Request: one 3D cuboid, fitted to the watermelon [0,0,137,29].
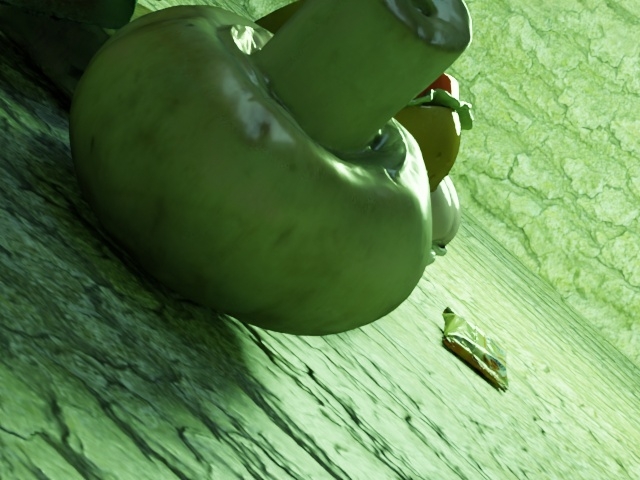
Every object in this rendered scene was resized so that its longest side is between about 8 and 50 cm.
[{"bbox_3d":[-0.299,-0.345,1.664,0.387,0.258,0.228,68,15,-72],"label":"watermelon"}]

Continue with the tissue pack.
[{"bbox_3d":[-0.214,-0.196,1.860,0.215,0.123,0.257,43,9,27],"label":"tissue pack"}]

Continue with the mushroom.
[{"bbox_3d":[-0.040,-0.070,1.484,0.353,0.353,0.325,39,51,-7],"label":"mushroom"}]

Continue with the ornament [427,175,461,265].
[{"bbox_3d":[0.090,-0.026,2.111,0.177,0.177,0.177,39,10,-8],"label":"ornament"}]

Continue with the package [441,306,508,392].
[{"bbox_3d":[0.202,0.141,2.200,0.108,0.031,0.120,39,15,-7],"label":"package"}]

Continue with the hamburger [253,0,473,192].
[{"bbox_3d":[0.026,-0.120,1.793,0.274,0.274,0.212,22,49,-62],"label":"hamburger"}]
